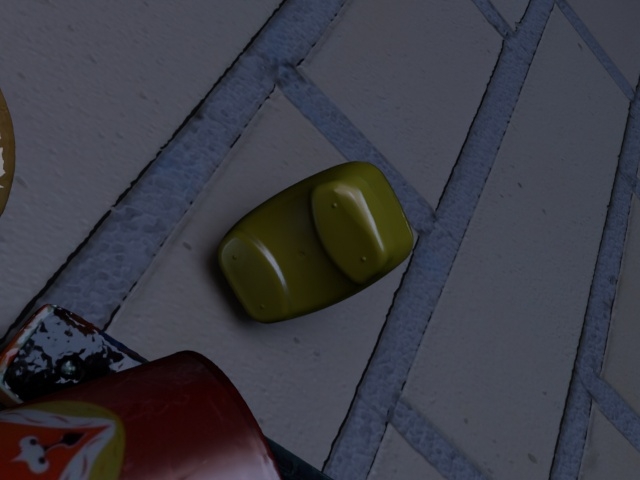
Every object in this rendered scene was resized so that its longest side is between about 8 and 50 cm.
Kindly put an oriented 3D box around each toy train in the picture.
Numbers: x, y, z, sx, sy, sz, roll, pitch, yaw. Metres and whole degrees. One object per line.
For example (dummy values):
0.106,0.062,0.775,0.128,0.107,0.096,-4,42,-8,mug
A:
-0.090,0.192,0.661,0.409,0.089,0.086,38,72,-22,toy train

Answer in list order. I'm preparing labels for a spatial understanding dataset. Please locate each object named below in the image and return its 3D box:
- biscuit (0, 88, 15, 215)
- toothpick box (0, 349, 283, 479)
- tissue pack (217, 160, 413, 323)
-0.335,0.000,0.482,0.275,0.052,0.355,33,70,-22,biscuit
-0.199,0.205,0.428,0.333,0.204,0.204,-14,81,-31,toothpick box
0.000,0.000,0.767,0.123,0.178,0.127,62,27,-2,tissue pack
